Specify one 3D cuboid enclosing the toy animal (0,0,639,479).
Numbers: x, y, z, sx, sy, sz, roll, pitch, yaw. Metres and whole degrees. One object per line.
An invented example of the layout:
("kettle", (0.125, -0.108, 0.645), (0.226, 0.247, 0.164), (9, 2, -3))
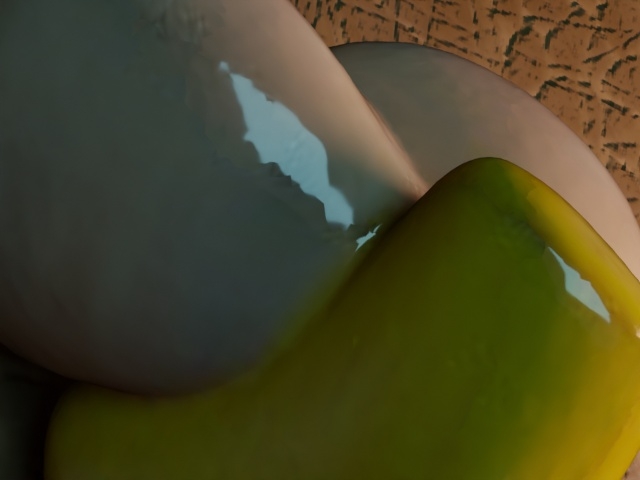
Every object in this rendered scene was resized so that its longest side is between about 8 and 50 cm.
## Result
("toy animal", (-0.012, 0.014, 0.722), (0.345, 0.277, 0.247), (33, 32, 11))
